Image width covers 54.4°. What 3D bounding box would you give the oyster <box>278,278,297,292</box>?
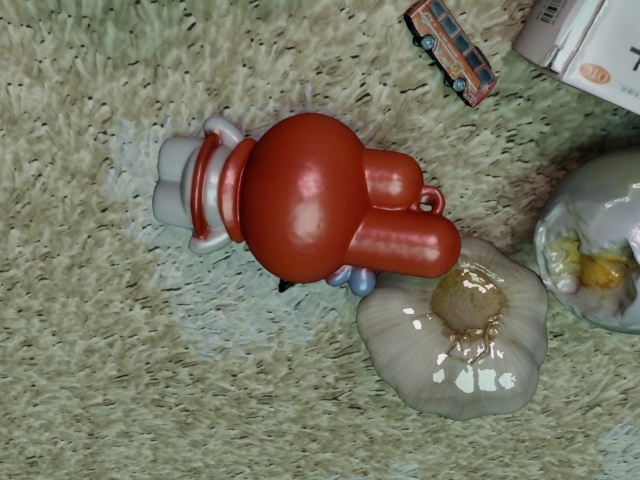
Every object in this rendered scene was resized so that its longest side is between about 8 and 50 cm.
[{"bbox_3d":[0.000,0.000,0.666,0.086,0.029,0.132,9,110,-6],"label":"oyster"}]

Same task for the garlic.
[{"bbox_3d":[0.137,0.115,0.682,0.199,0.199,0.226,1,149,-4],"label":"garlic"}]

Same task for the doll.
[{"bbox_3d":[-0.012,-0.037,0.581,0.290,0.130,0.161,9,88,10],"label":"doll"}]

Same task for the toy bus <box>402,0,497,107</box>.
[{"bbox_3d":[0.122,-0.177,0.583,0.043,0.031,0.110,-40,113,9],"label":"toy bus"}]

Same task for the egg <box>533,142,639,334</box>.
[{"bbox_3d":[0.324,-0.009,0.598,0.217,0.183,0.183,-24,120,-20],"label":"egg"}]

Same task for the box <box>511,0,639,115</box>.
[{"bbox_3d":[0.350,-0.170,0.524,0.332,0.145,0.173,21,113,-9],"label":"box"}]
